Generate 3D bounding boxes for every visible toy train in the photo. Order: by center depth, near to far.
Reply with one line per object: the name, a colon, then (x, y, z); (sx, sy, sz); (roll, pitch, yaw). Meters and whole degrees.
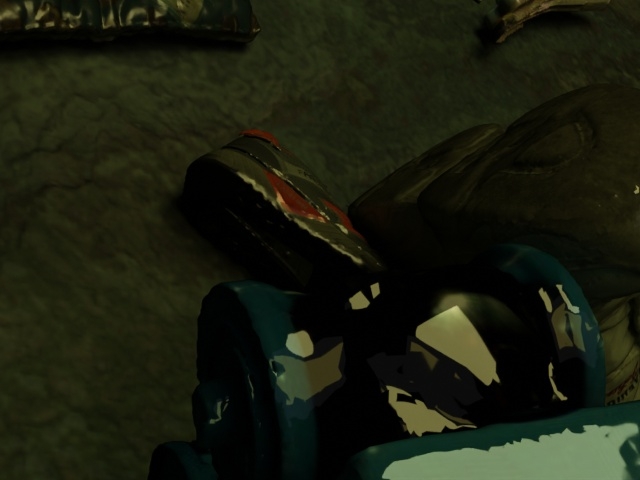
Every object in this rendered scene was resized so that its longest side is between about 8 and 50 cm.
toy train: (0.037, 0.165, 0.486); (0.188, 0.300, 0.265); (-6, 53, -24)

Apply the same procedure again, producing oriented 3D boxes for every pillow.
pillow: (-0.168, -0.213, 0.745); (0.255, 0.034, 0.189); (-12, 71, -42)

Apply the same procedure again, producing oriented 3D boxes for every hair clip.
hair clip: (0.207, -0.229, 1.031); (0.214, 0.062, 0.056); (-24, 68, -45)

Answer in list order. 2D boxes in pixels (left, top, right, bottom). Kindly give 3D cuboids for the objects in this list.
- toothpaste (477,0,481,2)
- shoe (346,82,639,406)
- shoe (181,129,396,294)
toothpaste: (0.043, -0.326, 0.976); (0.301, 0.048, 0.075); (31, 44, -22)
shoe: (0.147, 0.031, 0.662); (0.132, 0.342, 0.211); (-36, 98, -12)
shoe: (0.001, 0.001, 0.719); (0.194, 0.074, 0.077); (41, 41, -7)
